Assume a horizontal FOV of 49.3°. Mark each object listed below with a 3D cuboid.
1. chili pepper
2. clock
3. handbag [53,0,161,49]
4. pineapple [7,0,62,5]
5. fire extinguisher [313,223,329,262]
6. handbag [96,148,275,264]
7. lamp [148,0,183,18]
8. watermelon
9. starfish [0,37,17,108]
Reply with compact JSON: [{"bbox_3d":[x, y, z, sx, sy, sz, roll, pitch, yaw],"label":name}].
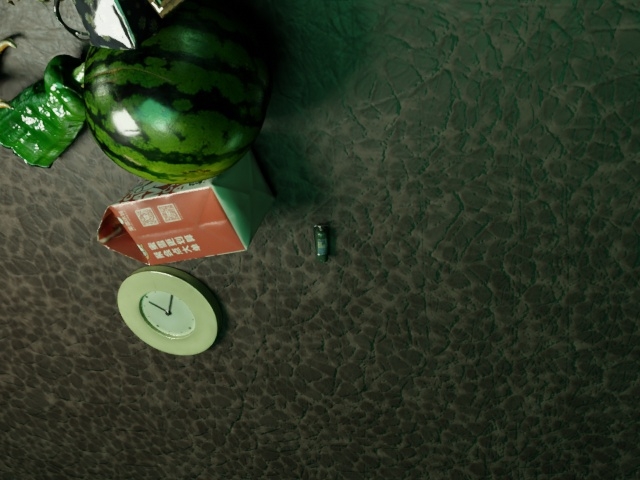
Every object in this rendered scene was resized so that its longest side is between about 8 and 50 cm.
[{"bbox_3d":[-0.473,-0.237,1.234,0.270,0.099,0.136,-30,100,34],"label":"chili pepper"},{"bbox_3d":[-0.326,0.153,1.508,0.235,0.029,0.234,9,126,13],"label":"clock"},{"bbox_3d":[-0.287,-0.302,0.895,0.139,0.072,0.115,0,127,28],"label":"handbag"},{"bbox_3d":[-0.400,-0.477,0.902,0.300,0.352,0.352,-21,115,27],"label":"pineapple"},{"bbox_3d":[0.000,0.000,1.307,0.038,0.025,0.083,23,131,29],"label":"fire extinguisher"},{"bbox_3d":[-0.250,-0.061,1.254,0.298,0.171,0.151,-10,124,26],"label":"handbag"},{"bbox_3d":[-0.137,-0.388,0.890,0.089,0.325,0.090,-27,112,29],"label":"lamp"},{"bbox_3d":[-0.214,-0.223,1.052,0.285,0.285,0.285,8,125,11],"label":"watermelon"},{"bbox_3d":[-0.618,-0.257,1.254,0.247,0.138,0.050,-31,156,36],"label":"starfish"}]
